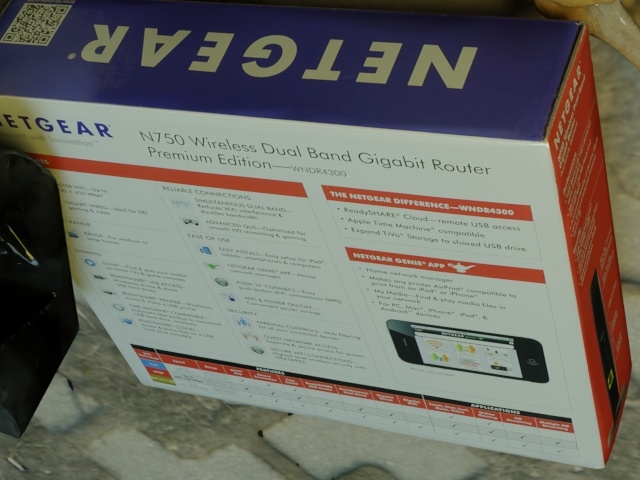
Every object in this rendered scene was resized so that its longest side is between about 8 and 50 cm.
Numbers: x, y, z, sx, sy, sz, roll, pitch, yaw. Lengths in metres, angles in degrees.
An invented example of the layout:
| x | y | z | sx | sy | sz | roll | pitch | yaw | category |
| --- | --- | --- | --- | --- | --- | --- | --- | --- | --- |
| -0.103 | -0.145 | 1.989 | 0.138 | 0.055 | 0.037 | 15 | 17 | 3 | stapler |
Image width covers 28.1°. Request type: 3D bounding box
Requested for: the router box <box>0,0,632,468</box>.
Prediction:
| x | y | z | sx | sy | sz | roll | pitch | yaw | category |
| --- | --- | --- | --- | --- | --- | --- | --- | --- | --- |
| 0.000 | 0.000 | 0.752 | 0.336 | 0.082 | 0.301 | 8 | 145 | 23 | router box |

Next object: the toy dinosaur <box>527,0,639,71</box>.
| x | y | z | sx | sy | sz | roll | pitch | yaw | category |
| --- | --- | --- | --- | --- | --- | --- | --- | --- | --- |
| 0.132 | -0.120 | 0.634 | 0.211 | 0.064 | 0.112 | 33 | 152 | -11 | toy dinosaur |

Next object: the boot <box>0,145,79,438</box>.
| x | y | z | sx | sy | sz | roll | pitch | yaw | category |
| --- | --- | --- | --- | --- | --- | --- | --- | --- | --- |
| -0.366 | -0.068 | 0.682 | 0.445 | 0.146 | 0.367 | 21 | 158 | 15 | boot |
